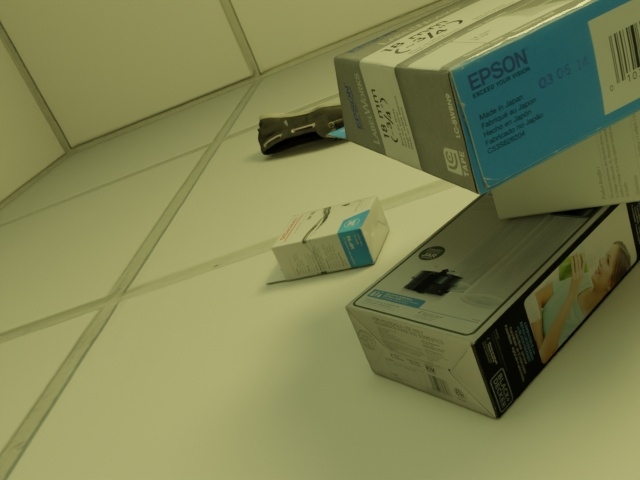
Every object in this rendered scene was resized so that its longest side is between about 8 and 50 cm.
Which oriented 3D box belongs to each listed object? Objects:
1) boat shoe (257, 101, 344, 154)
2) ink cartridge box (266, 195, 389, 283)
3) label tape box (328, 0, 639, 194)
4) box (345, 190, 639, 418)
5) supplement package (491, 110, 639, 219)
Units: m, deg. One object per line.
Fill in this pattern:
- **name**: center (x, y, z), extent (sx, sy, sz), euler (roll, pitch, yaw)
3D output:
- **boat shoe**: center (-0.013, -0.260, 1.565), extent (0.335, 0.096, 0.112), euler (0, -4, 38)
- **ink cartridge box**: center (0.000, 0.000, 0.970), extent (0.180, 0.060, 0.104), euler (-12, 25, 25)
- **label tape box**: center (0.148, -0.174, 0.641), extent (0.240, 0.106, 0.333), euler (-27, 24, -11)
- **box**: center (0.187, 0.034, 0.673), extent (0.290, 0.087, 0.169), euler (-35, 25, -28)
- **supplement package**: center (0.259, -0.099, 0.649), extent (0.179, 0.105, 0.105), euler (-7, 28, 31)
